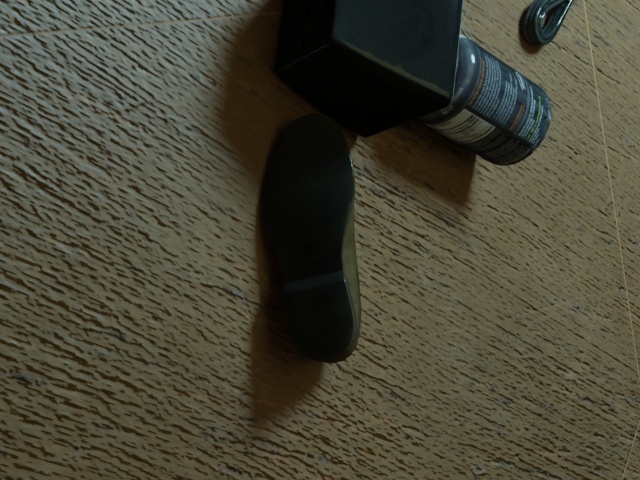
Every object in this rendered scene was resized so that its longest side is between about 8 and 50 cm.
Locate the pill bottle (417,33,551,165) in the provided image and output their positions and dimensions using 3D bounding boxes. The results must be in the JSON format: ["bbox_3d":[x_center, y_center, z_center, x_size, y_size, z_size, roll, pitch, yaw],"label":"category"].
[{"bbox_3d":[0.197,-0.202,1.770,0.245,0.130,0.130,25,67,-42],"label":"pill bottle"}]

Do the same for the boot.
[{"bbox_3d":[0.000,0.000,1.585,0.115,0.112,0.305,34,51,-72],"label":"boot"}]

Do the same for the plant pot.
[{"bbox_3d":[0.050,-0.256,1.606,0.167,0.188,0.187,17,72,-29],"label":"plant pot"}]

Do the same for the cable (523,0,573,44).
[{"bbox_3d":[0.389,-0.414,2.076,0.287,0.072,0.139,-61,143,-18],"label":"cable"}]
